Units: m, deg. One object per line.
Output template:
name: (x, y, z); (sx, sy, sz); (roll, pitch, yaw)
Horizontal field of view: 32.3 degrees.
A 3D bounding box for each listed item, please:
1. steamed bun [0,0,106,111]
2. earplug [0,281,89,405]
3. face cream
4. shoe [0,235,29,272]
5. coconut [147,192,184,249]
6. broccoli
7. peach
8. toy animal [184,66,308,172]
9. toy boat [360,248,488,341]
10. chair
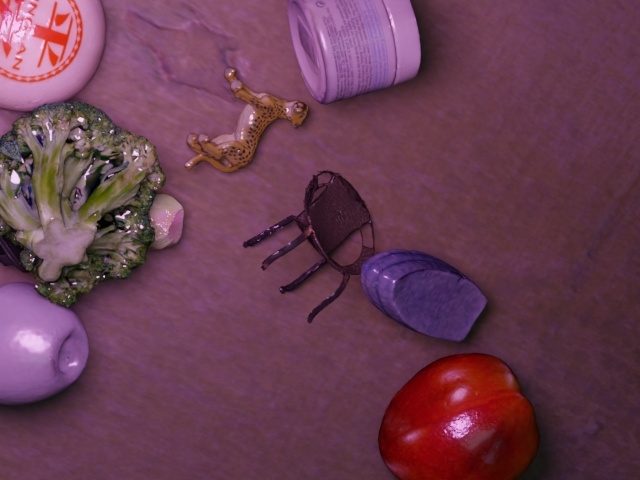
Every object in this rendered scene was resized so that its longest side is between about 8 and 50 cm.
steamed bun: (-0.405, -0.287, 1.514); (0.232, 0.145, 0.232); (-6, 108, -18)
earplug: (-0.502, 0.166, 1.601); (0.325, 0.175, 0.214); (-10, 116, -16)
face cream: (0.046, -0.305, 1.652); (0.153, 0.177, 0.177); (-17, 111, -12)
shoe: (-0.483, -0.015, 1.620); (0.053, 0.062, 0.159); (-22, 119, 13)
coconut: (-0.250, -0.026, 1.688); (0.083, 0.081, 0.082); (41, 54, -14)
broccoli: (-0.349, -0.054, 1.548); (0.265, 0.245, 0.294); (-7, 131, -1)
peach: (0.236, 0.332, 1.915); (0.274, 0.245, 0.248); (-28, 85, 1)
toy animal: (-0.117, -0.163, 1.698); (0.136, 0.073, 0.181); (30, 91, -32)
toy boat: (0.167, 0.088, 1.823); (0.283, 0.078, 0.127); (25, 99, -49)
chair: (0.000, 0.000, 1.752); (0.213, 0.149, 0.174); (-42, 114, -8)
